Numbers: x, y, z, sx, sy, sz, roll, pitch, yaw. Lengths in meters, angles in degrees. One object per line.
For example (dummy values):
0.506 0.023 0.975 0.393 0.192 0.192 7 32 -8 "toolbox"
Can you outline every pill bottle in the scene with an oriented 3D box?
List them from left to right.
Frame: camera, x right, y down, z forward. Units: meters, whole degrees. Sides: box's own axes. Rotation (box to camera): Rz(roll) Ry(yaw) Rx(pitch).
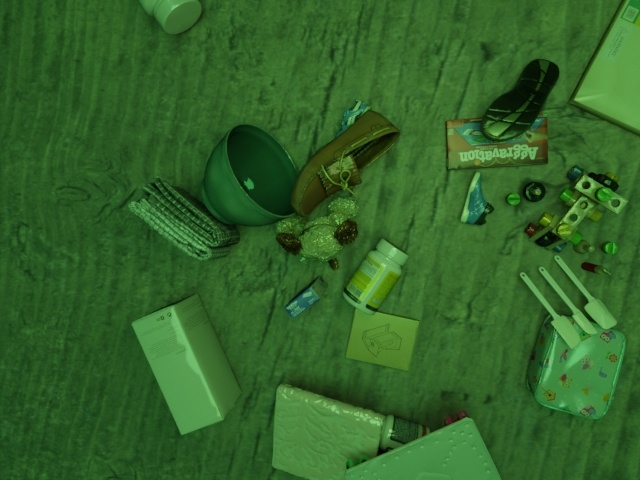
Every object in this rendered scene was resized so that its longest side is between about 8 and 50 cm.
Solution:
-0.486 -0.766 1.385 0.160 0.160 0.283 -36 89 8 "pill bottle"
0.166 0.105 1.402 0.119 0.119 0.209 34 98 3 "pill bottle"
0.233 0.595 1.441 0.180 0.108 0.108 18 97 5 "pill bottle"

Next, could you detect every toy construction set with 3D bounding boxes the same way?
0.704 -0.048 1.263 0.257 0.237 0.309 -30 91 8 "toy construction set"

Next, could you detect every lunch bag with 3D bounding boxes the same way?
0.736 0.361 1.360 0.223 0.108 0.280 13 96 4 "lunch bag"

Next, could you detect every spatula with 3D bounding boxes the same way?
0.693 0.164 1.333 0.168 0.019 0.242 -26 63 -7 "spatula"

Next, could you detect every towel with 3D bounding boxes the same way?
-0.385 -0.065 1.397 0.283 0.235 0.121 39 96 1 "towel"
0.015 0.609 1.439 0.331 0.053 0.317 12 113 15 "towel"

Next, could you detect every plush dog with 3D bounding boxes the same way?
0.000 0.000 1.358 0.262 0.225 0.211 -15 93 8 "plush dog"

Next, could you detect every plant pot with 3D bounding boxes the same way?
-0.219 -0.161 1.365 0.196 0.293 0.293 -27 91 33 "plant pot"

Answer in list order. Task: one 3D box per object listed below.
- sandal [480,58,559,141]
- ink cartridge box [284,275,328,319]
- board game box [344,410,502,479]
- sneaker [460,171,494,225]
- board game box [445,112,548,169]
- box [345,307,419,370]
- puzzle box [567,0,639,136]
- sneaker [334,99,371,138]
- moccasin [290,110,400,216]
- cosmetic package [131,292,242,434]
0.560 -0.377 1.314 0.120 0.086 0.303 39 75 15 "sandal"
-0.038 0.163 1.386 0.097 0.207 0.046 -39 89 8 "ink cartridge box"
0.316 0.706 1.390 0.389 0.050 0.390 -26 115 6 "board game box"
0.467 -0.118 1.375 0.084 0.058 0.152 14 101 11 "sneaker"
0.510 -0.286 1.373 0.280 0.027 0.145 -3 95 7 "board game box"
0.191 0.306 1.465 0.201 0.021 0.165 11 96 5 "box"
0.908 -0.511 1.293 0.271 0.052 0.409 27 97 4 "puzzle box"
0.087 -0.356 1.407 0.059 0.053 0.144 42 91 4 "sneaker"
0.071 -0.203 1.333 0.380 0.139 0.147 -41 58 -16 "moccasin"
-0.401 0.370 1.456 0.155 0.197 0.366 -22 91 8 "cosmetic package"
